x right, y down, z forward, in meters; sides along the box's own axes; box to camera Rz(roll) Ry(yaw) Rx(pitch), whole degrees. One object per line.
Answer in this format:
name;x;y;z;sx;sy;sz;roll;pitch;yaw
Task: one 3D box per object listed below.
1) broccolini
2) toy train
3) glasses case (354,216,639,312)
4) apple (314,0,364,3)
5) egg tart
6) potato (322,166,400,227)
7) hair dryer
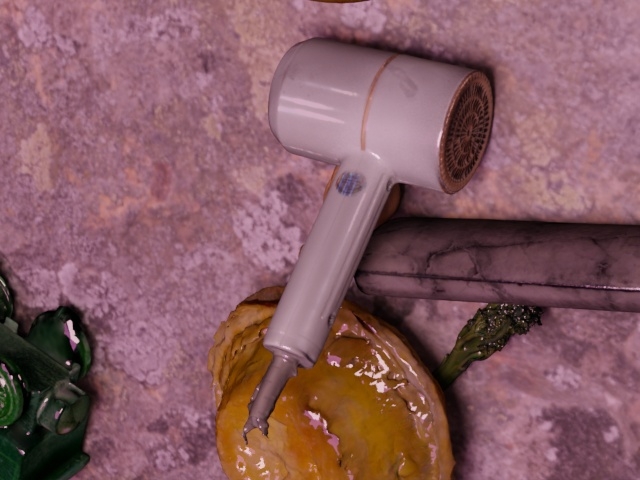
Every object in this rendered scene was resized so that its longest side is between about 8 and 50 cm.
broccolini;0.118;0.112;1.358;0.054;0.051;0.239;46;132;2
toy train;-0.362;0.146;1.589;0.266;0.145;0.201;30;125;18
glasses case;0.182;0.020;1.233;0.299;0.114;0.060;2;111;30
apple;0.006;-0.303;1.140;0.246;0.226;0.246;10;113;24
egg tart;-0.007;0.186;1.393;0.295;0.116;0.294;21;125;33
potato;0.035;-0.040;1.335;0.068;0.062;0.083;61;152;21
hair dryer;0.000;0.000;1.224;0.173;0.357;0.107;15;159;27
